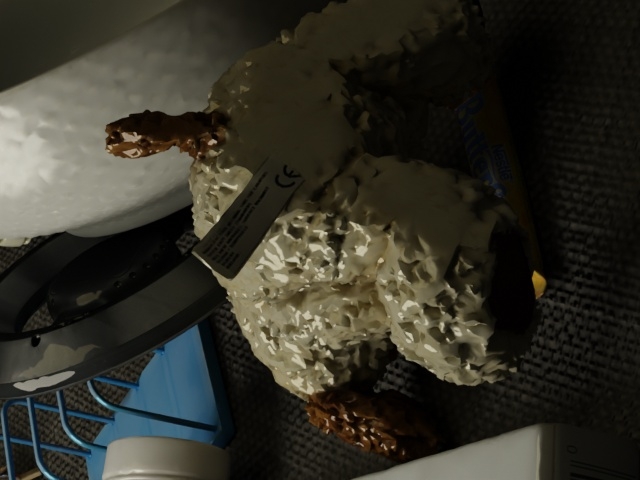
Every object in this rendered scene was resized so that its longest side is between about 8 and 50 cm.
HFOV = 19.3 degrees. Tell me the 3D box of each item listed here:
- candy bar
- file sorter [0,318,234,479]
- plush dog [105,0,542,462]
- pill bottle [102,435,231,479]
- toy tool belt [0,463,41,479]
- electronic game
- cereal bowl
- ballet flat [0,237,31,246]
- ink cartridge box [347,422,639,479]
[{"bbox_3d":[0.098,-0.026,1.037,0.040,0.018,0.161,-46,41,40],"label":"candy bar"},{"bbox_3d":[-0.153,0.132,1.296,0.170,0.104,0.118,-53,36,31],"label":"file sorter"},{"bbox_3d":[0.000,0.000,1.030,0.225,0.211,0.262,86,177,-54],"label":"plush dog"},{"bbox_3d":[-0.103,0.224,1.162,0.108,0.108,0.193,-24,56,53],"label":"pill bottle"},{"bbox_3d":[-0.255,0.202,1.500,0.083,0.052,0.051,-14,33,53],"label":"toy tool belt"},{"bbox_3d":[-0.129,0.028,1.194,0.229,0.048,0.229,-23,21,9],"label":"electronic game"},{"bbox_3d":[-0.127,-0.102,1.231,0.339,0.141,0.339,-24,21,10],"label":"cereal bowl"},{"bbox_3d":[-0.258,-0.033,1.587,0.232,0.080,0.073,-34,64,51],"label":"ballet flat"},{"bbox_3d":[0.034,0.280,0.946,0.330,0.071,0.324,-28,53,56],"label":"ink cartridge box"}]
